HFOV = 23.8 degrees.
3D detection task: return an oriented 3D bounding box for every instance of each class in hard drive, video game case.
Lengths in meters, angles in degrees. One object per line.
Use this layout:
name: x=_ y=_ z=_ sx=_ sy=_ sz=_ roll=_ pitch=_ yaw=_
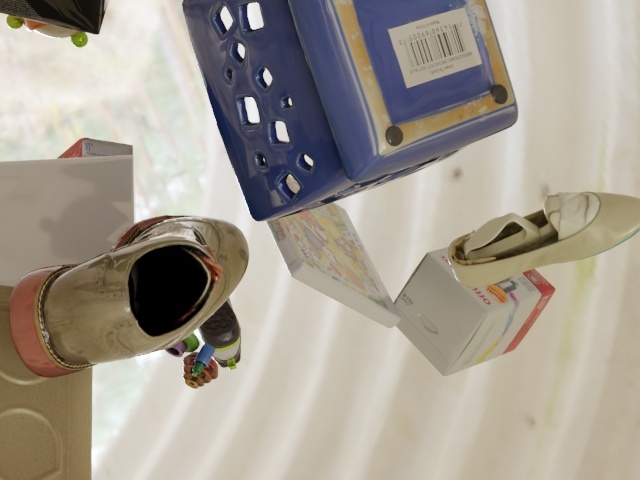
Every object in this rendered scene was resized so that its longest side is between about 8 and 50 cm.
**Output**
hard drive: x=-0.364 y=-0.007 z=1.671 sx=0.319 sy=0.040 sz=0.210 roll=-3 pitch=-135 yaw=-5
video game case: x=0.000 y=0.000 z=1.968 sx=0.026 sy=0.227 sz=0.206 roll=-40 pitch=-128 yaw=18

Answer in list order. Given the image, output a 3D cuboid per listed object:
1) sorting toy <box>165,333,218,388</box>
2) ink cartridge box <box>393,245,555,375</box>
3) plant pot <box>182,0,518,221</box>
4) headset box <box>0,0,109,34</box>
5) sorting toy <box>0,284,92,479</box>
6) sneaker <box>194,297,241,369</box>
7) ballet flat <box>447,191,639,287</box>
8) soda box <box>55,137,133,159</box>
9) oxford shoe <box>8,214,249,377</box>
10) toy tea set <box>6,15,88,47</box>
sorting toy: x=-0.161 y=0.147 z=1.857 sx=0.061 sy=0.102 sz=0.042 roll=-3 pitch=-133 yaw=40
ink cartridge box: x=0.208 y=0.087 z=2.106 sx=0.176 sy=0.128 sz=0.127 roll=-15 pitch=143 yaw=-49
plant pot: x=0.041 y=-0.166 z=1.435 sx=0.236 sy=0.236 sz=0.212 roll=-21 pitch=-175 yaw=-32
headset box: x=-0.255 y=-0.334 z=1.278 sx=0.218 sy=0.110 sz=0.293 roll=12 pitch=-126 yaw=-4
sorting toy: x=-0.306 y=0.180 z=1.319 sx=0.229 sy=0.307 sz=0.041 roll=11 pitch=152 yaw=-29
sneaker: x=-0.178 y=0.118 z=2.409 sx=0.084 sy=0.097 sz=0.234 roll=-17 pitch=-140 yaw=-5
ballet flat: x=0.262 y=-0.010 z=1.794 sx=0.248 sy=0.086 sz=0.086 roll=-23 pitch=-167 yaw=21
soda box: x=-0.363 y=-0.058 z=2.192 sx=0.083 sy=0.092 sz=0.263 roll=10 pitch=157 yaw=-31
oxford shoe: x=-0.132 y=0.044 z=1.383 sx=0.130 sy=0.123 sz=0.348 roll=-11 pitch=-170 yaw=26
toy tea set: x=-0.190 y=-0.301 z=1.612 sx=0.336 sy=0.124 sz=0.200 roll=-11 pitch=-163 yaw=48
